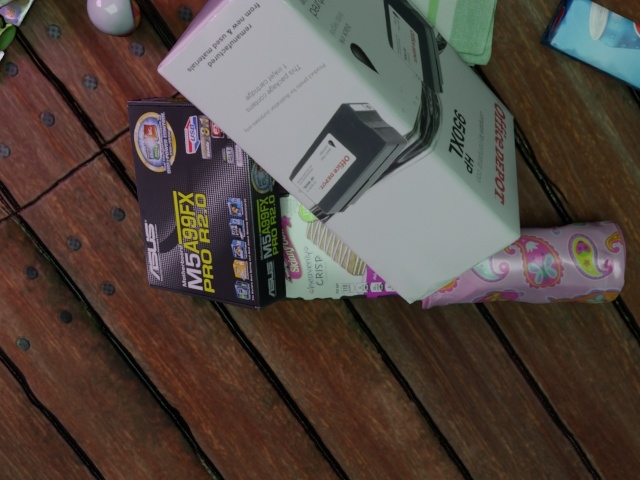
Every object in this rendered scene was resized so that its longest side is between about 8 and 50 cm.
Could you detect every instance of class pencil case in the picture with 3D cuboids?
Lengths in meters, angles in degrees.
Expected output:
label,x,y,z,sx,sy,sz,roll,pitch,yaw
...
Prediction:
label,x,y,z,sx,sy,sz,roll,pitch,yaw
pencil case,0.269,0.031,1.129,0.284,0.124,0.124,-2,105,4

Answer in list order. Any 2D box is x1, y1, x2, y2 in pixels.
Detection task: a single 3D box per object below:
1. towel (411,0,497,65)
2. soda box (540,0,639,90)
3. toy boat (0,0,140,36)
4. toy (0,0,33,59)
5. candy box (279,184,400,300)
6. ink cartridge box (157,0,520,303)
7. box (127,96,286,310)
label,x,y,z,sx,sy,sz,roll,pitch,yaw
towel,0.062,-0.344,1.012,0.324,0.038,0.248,8,129,8
soda box,0.402,-0.245,1.070,0.210,0.067,0.071,24,105,-5
toy boat,-0.354,-0.371,1.020,0.318,0.148,0.267,39,91,-12
toy,-0.523,-0.337,1.097,0.237,0.056,0.137,33,103,-6
candy box,0.000,0.000,1.155,0.233,0.071,0.159,-2,105,4
ink cartridge box,0.048,-0.166,0.948,0.166,0.285,0.395,-34,114,32
box,-0.154,-0.055,1.100,0.216,0.060,0.270,9,109,35
